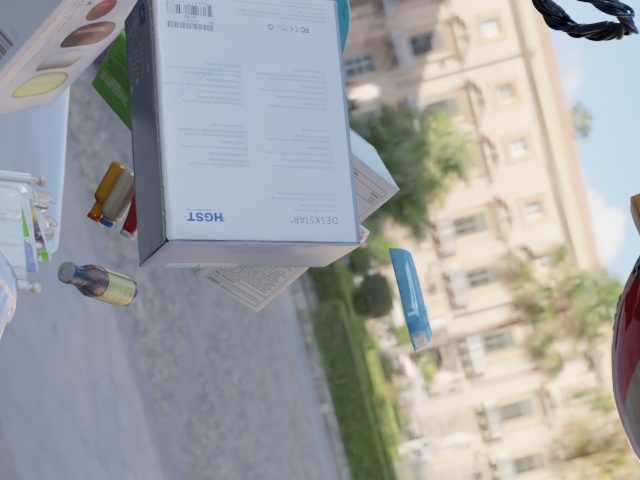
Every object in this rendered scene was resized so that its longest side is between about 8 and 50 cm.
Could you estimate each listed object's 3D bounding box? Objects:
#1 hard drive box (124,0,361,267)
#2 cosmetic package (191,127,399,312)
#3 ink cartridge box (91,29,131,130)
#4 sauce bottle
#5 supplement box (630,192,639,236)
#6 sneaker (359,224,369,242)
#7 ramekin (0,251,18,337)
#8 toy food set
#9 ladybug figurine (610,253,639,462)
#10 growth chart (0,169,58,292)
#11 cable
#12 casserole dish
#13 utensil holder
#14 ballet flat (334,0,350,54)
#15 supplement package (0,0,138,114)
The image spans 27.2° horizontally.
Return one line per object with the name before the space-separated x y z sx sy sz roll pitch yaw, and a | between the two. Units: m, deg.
hard drive box | -0.072 -0.097 1.169 0.089 0.181 0.232 147 -59 -62
cosmetic package | -0.053 -0.046 2.038 0.160 0.309 0.113 36 19 -45
ink cartridge box | -0.149 -0.198 1.797 0.189 0.097 0.255 49 35 19
sauce bottle | -0.274 0.051 1.621 0.128 0.042 0.042 28 43 -58
supplement box | 0.562 -0.066 1.883 0.078 0.233 0.080 53 14 -72
sneaker | 0.000 0.000 2.268 0.084 0.214 0.083 32 -65 36
ramekin | -0.421 0.076 1.208 0.273 0.272 0.127 74 16 -57
toy food set | -0.272 -0.035 2.149 0.105 0.232 0.111 -61 173 0
ladybug figurine | 0.420 0.093 1.373 0.162 0.305 0.449 48 -14 32
growth chart | -0.456 -0.020 1.869 0.021 0.172 0.237 -55 -148 39
cable | 0.422 -0.364 2.117 0.047 0.184 0.150 -63 177 -20
casserole dish | 0.152 0.094 2.192 0.114 0.037 0.188 66 10 -62
utensil holder | -0.596 -0.179 2.293 0.327 0.327 0.386 -99 -167 -80
ballet flat | -0.009 -0.284 2.079 0.086 0.086 0.249 -103 -161 -64
supplement package | -0.311 -0.242 1.345 0.149 0.194 0.203 50 22 3
